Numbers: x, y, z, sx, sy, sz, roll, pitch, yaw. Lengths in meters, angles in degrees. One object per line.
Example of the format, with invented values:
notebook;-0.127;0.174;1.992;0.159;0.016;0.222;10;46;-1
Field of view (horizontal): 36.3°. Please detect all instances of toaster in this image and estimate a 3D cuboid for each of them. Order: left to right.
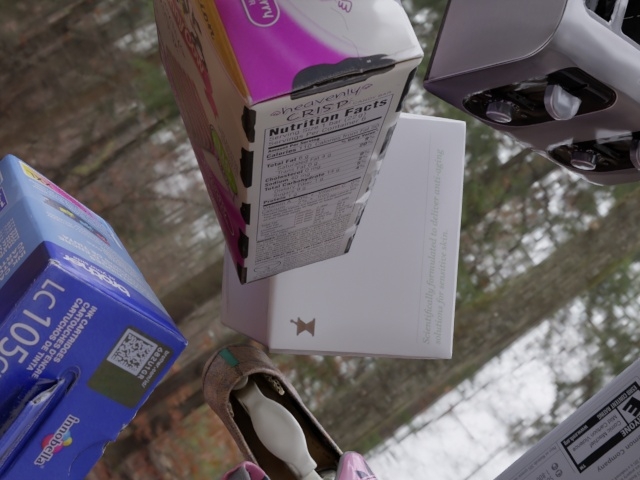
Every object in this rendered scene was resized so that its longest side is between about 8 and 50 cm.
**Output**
toaster;0.169;-0.140;0.572;0.168;0.186;0.110;24;-11;-32

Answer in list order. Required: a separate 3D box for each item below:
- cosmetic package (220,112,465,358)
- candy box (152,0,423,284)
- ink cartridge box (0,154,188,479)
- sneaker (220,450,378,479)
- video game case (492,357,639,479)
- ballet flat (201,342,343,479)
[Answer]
cosmetic package;0.000;0.000;0.908;0.365;0.155;0.197;177;-82;-78
candy box;-0.031;-0.089;0.464;0.233;0.071;0.159;106;-35;-70
ink cartridge box;-0.282;0.110;0.885;0.151;0.270;0.395;36;2;-31
sneaker;-0.087;0.255;0.806;0.112;0.318;0.131;38;42;-67
video game case;0.213;0.292;0.766;0.036;0.329;0.300;37;16;-33
ballet flat;-0.016;0.246;1.011;0.316;0.107;0.106;52;-15;-12
